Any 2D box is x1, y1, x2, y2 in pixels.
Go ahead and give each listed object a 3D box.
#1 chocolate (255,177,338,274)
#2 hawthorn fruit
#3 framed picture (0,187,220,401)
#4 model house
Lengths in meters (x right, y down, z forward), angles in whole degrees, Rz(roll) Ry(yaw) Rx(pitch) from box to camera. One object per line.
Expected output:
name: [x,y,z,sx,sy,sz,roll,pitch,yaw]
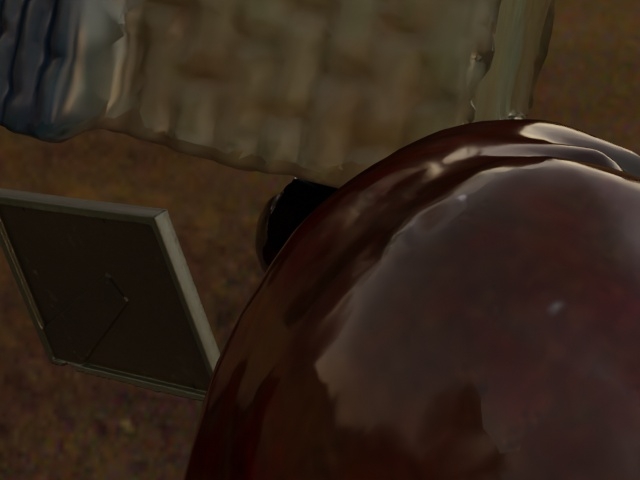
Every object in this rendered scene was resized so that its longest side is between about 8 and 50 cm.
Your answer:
chocolate: [0.000,0.000,1.744,0.124,0.127,0.133,40,-1,29]
hawthorn fruit: [0.046,0.093,0.469,0.208,0.248,0.208,36,18,-13]
framed picture: [-0.214,0.053,1.733,0.289,0.211,0.020,7,33,45]
model house: [-0.040,-0.250,1.098,0.400,0.395,0.445,10,10,11]
